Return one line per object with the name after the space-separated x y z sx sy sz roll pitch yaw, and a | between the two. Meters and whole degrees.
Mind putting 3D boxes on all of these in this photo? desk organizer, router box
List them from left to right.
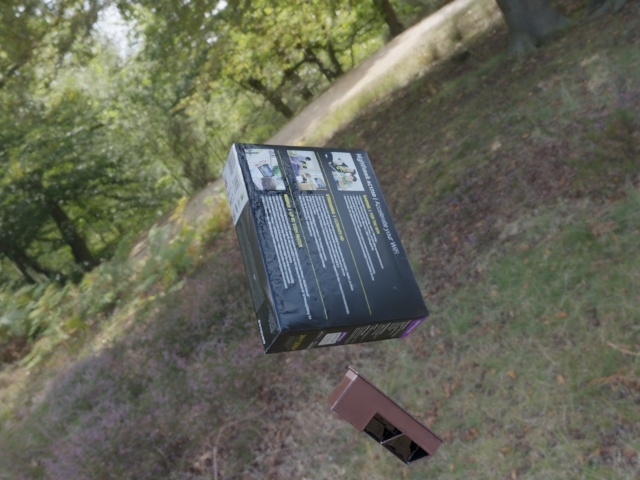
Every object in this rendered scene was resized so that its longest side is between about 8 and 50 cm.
0.000 0.000 0.503 0.133 0.178 0.046 -1 -32 -26 | router box
0.073 0.206 0.678 0.050 0.130 0.047 -52 5 -8 | desk organizer
